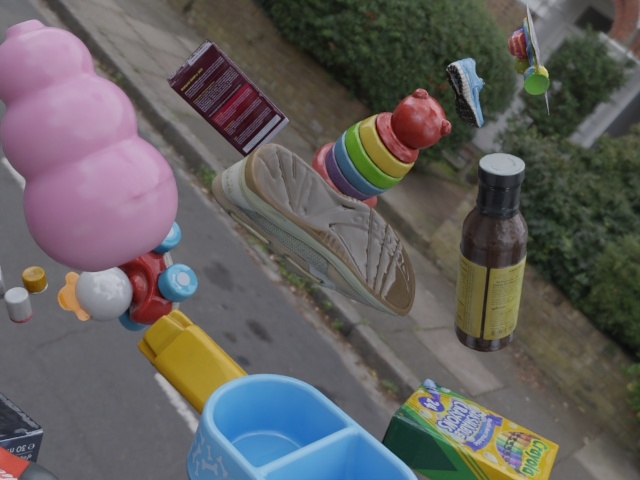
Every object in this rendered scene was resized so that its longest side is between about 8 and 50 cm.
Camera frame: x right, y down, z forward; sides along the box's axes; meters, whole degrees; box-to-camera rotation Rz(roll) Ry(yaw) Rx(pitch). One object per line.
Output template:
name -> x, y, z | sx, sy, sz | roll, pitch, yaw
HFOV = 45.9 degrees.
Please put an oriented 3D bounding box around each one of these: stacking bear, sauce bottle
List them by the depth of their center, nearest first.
sauce bottle -> 0.281, 0.024, 1.232 | 0.111, 0.344, 0.111 | -1, 36, 0
stacking bear -> 0.133, -0.192, 1.550 | 0.175, 0.289, 0.164 | 55, 34, 1

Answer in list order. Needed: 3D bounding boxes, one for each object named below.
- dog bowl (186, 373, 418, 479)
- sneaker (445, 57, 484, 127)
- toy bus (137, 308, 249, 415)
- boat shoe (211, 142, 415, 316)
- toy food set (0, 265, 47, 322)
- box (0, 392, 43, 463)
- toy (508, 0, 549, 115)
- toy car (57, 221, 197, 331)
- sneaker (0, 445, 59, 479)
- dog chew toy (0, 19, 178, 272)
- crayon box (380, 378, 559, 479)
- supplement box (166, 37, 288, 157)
dog bowl -> -0.016, 0.235, 0.759 | 0.166, 0.074, 0.297 | -14, 32, -37
sneaker -> 0.326, -0.313, 1.609 | 0.063, 0.073, 0.162 | 34, -28, 53
toy bus -> -0.184, 0.259, 1.333 | 0.333, 0.108, 0.130 | 41, -13, 16
boat shoe -> 0.000, 0.000, 0.925 | 0.302, 0.098, 0.109 | 37, 51, -31
toy food set -> -0.594, 0.125, 1.323 | 0.232, 0.104, 0.111 | -11, 44, -19
box -> -0.755, 0.516, 1.455 | 0.212, 0.395, 0.293 | 25, 14, 33
toy -> 0.378, -0.342, 1.391 | 0.237, 0.056, 0.137 | -82, 153, -50
toy car -> -0.413, 0.079, 1.508 | 0.238, 0.219, 0.210 | -7, 72, -46
sneaker -> -0.325, 0.197, 0.571 | 0.270, 0.090, 0.145 | 9, 10, 35
dog chew toy -> -0.328, -0.128, 1.015 | 0.206, 0.206, 0.332 | -75, 144, -72
crayon box -> 0.289, 0.378, 1.331 | 0.323, 0.083, 0.203 | 26, 18, 18
supplement box -> -0.198, -0.300, 1.628 | 0.239, 0.130, 0.073 | 44, 4, -29
